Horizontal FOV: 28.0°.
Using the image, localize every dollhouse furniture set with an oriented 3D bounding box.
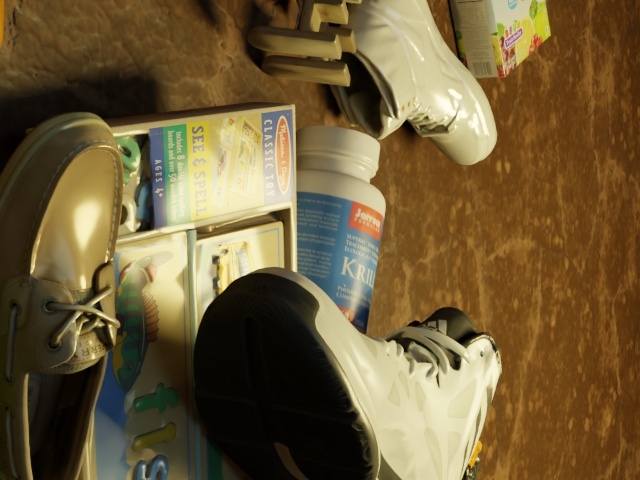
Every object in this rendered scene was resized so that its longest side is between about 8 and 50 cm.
[{"bbox_3d":[-0.044,-0.298,1.261,0.242,0.161,0.212,63,36,-73],"label":"dollhouse furniture set"}]

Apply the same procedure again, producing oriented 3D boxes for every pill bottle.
[{"bbox_3d":[0.000,0.000,1.315,0.124,0.124,0.221,27,69,-56],"label":"pill bottle"}]

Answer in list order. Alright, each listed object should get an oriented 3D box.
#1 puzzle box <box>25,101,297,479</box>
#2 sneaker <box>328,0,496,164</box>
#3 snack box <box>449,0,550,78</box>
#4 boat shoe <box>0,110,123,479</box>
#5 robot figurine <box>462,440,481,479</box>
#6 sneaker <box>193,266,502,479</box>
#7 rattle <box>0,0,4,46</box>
[{"bbox_3d":[-0.123,0.091,1.126,0.272,0.052,0.409,-15,108,-49],"label":"puzzle box"},{"bbox_3d":[0.099,-0.158,1.501,0.292,0.108,0.169,53,49,-33],"label":"sneaker"},{"bbox_3d":[0.239,-0.346,1.744,0.174,0.070,0.207,-43,126,-49],"label":"snack box"},{"bbox_3d":[-0.187,0.056,0.926,0.109,0.098,0.302,-9,124,-48],"label":"boat shoe"},{"bbox_3d":[0.109,0.298,1.547,0.291,0.085,0.211,-55,136,-41],"label":"robot figurine"},{"bbox_3d":[0.039,0.121,1.188,0.257,0.169,0.447,-62,146,-33],"label":"sneaker"},{"bbox_3d":[-0.305,-0.209,0.895,0.200,0.143,0.130,-11,69,-43],"label":"rattle"}]
